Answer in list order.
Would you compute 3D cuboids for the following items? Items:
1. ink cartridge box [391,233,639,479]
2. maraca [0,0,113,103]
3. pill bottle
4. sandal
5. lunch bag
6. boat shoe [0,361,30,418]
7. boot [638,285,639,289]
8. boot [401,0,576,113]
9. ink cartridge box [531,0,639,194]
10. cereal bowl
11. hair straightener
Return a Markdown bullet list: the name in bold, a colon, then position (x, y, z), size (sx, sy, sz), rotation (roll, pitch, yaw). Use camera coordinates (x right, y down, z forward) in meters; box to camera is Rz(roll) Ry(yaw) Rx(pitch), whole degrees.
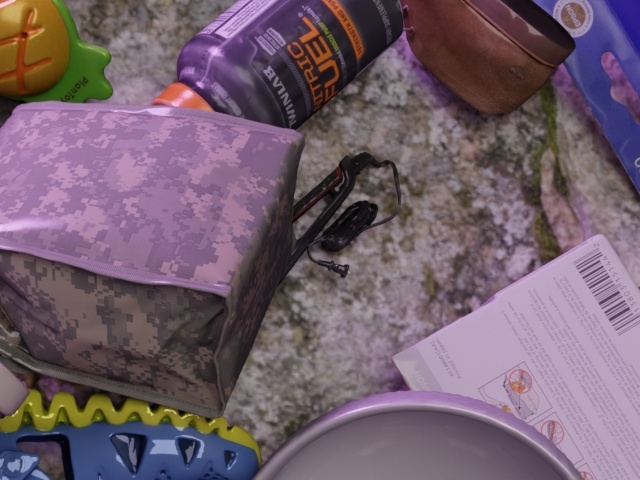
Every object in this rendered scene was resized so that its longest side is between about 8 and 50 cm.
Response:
- **ink cartridge box**: position (0.237, 0.180, 1.579), size (0.261, 0.066, 0.296), rotation (-28, 81, -20)
- **maraca**: position (-0.275, -0.182, 1.539), size (0.185, 0.127, 0.099), rotation (42, 31, -8)
- **pill bottle**: position (-0.046, -0.170, 1.581), size (0.130, 0.130, 0.245), rotation (46, 69, 3)
- **sandal**: position (-0.210, 0.199, 1.438), size (0.317, 0.126, 0.138), rotation (3, 76, -5)
- **lunch bag**: position (-0.183, 0.000, 1.435), size (0.287, 0.169, 0.235), rotation (13, 41, 7)
- **boat shoe**: position (-0.379, 0.108, 1.343), size (0.158, 0.340, 0.127), rotation (-51, 132, -16)
- **boot**: position (0.427, 0.132, 1.603), size (0.248, 0.090, 0.207), rotation (1, 76, 14)
- **boot**: position (0.099, -0.245, 1.649), size (0.305, 0.115, 0.112), rotation (43, 27, 8)
- **ink cartridge box**: position (0.414, -0.217, 1.685), size (0.330, 0.071, 0.324), rotation (-34, 97, -13)
- **cereal bowl**: position (0.085, 0.286, 1.434), size (0.338, 0.141, 0.339), rotation (1, 98, 6)
- **hair straightener**: position (0.000, 0.000, 1.592), size (0.089, 0.047, 0.230), rotation (46, 64, 2)
